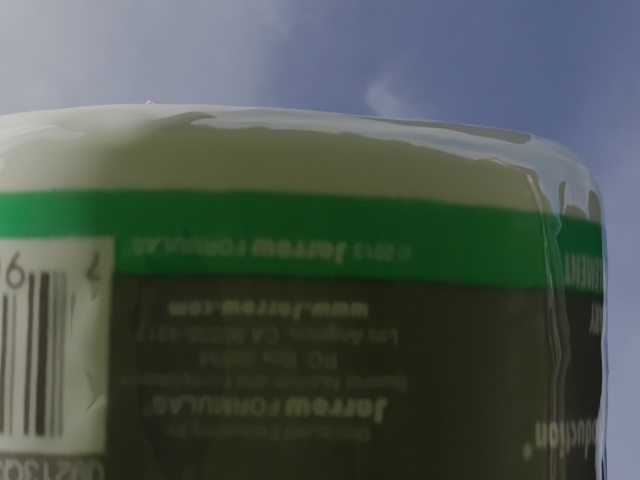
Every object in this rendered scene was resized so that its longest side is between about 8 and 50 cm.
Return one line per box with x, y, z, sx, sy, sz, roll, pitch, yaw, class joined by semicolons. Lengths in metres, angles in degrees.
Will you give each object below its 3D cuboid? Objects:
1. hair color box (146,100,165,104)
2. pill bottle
0.000;0.000;1.238;0.185;0.339;0.110;17;-85;-35;hair color box
-0.025;0.154;0.453;0.204;0.204;0.361;2;-94;-14;pill bottle
